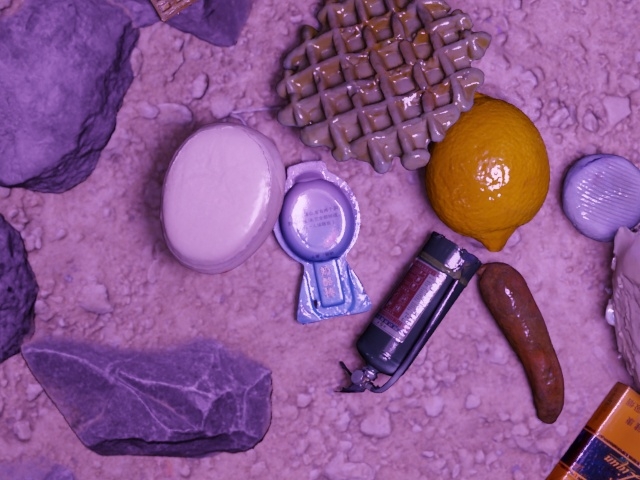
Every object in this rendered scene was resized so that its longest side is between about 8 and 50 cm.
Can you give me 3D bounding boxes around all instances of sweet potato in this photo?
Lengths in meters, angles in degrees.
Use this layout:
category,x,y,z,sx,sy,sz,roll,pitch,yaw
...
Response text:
category,x,y,z,sx,sy,sz,roll,pitch,yaw
sweet potato,0.320,0.154,1.724,0.075,0.075,0.273,-26,96,-2

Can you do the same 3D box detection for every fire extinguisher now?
category,x,y,z,sx,sy,sz,roll,pitch,yaw
fire extinguisher,0.126,0.128,1.701,0.093,0.118,0.294,36,89,-43

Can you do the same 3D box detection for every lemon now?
category,x,y,z,sx,sy,sz,roll,pitch,yaw
lemon,0.247,-0.104,1.660,0.187,0.187,0.244,-4,87,-2

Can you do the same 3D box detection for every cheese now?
category,x,y,z,sx,sy,sz,roll,pitch,yaw
cheese,0.000,0.000,1.716,0.135,0.052,0.244,-11,92,1

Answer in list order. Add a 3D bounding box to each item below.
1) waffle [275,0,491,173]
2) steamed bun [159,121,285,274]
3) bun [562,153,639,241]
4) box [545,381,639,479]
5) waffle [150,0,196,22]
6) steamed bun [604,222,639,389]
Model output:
category,x,y,z,sx,sy,sz,roll,pitch,yaw
waffle,0.084,-0.248,1.656,0.309,0.056,0.291,29,82,25
steamed bun,-0.144,-0.061,1.670,0.177,0.131,0.228,17,91,8
bun,0.432,-0.065,1.719,0.141,0.083,0.140,1,83,-9
box,0.458,0.358,1.731,0.152,0.070,0.237,37,87,-2
waffle,-0.208,-0.407,1.720,0.135,0.021,0.092,-31,90,-1
steamed bun,0.580,0.075,1.643,0.312,0.233,0.333,-9,131,-13
